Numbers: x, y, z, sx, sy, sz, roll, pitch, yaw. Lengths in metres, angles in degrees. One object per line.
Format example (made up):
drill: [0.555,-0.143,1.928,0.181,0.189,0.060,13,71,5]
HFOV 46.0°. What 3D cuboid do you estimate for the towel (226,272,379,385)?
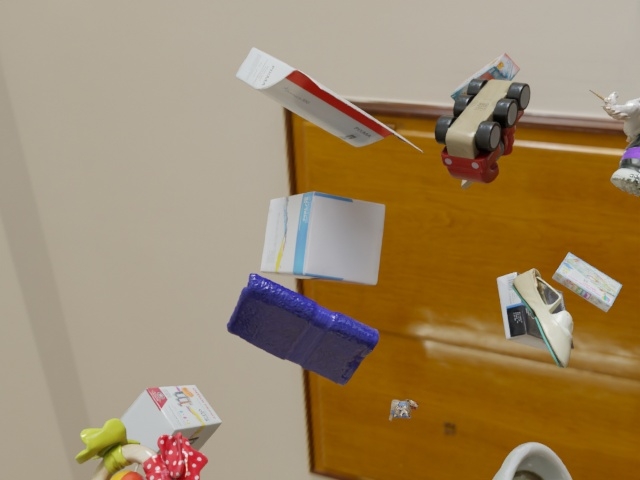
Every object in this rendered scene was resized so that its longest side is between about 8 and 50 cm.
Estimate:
towel: [-0.040,0.190,1.647,0.228,0.308,0.076,119,174,-50]

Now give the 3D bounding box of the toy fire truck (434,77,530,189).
toy fire truck: [0.328,-0.183,1.550,0.217,0.158,0.246,-50,-43,-33]

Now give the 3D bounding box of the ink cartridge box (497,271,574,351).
ink cartridge box: [0.580,0.199,1.973,0.332,0.065,0.166,19,-122,-46]

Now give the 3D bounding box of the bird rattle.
bird rattle: [-0.364,0.473,1.505,0.143,0.253,0.207,76,-150,-67]

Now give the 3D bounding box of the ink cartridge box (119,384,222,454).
ink cartridge box: [-0.347,0.425,1.750,0.127,0.128,0.176,-50,-27,14]

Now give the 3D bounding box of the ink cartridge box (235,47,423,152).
ink cartridge box: [0.013,-0.288,1.690,0.308,0.385,0.091,25,-78,-35]

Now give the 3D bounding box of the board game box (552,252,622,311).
board game box: [0.672,0.104,1.899,0.103,0.154,0.026,-39,-22,-45]

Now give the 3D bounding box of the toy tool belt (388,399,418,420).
toy tool belt: [0.215,0.445,1.955,0.052,0.083,0.051,42,-125,-29]

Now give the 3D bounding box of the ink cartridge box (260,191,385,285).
ink cartridge box: [0.000,0.000,1.856,0.198,0.270,0.197,9,-95,-26]

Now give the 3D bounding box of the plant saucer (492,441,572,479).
plant saucer: [0.323,0.525,1.177,0.400,0.100,0.401,28,-126,-47]

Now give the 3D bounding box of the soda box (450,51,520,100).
soda box: [0.400,-0.385,1.841,0.063,0.058,0.183,-50,10,-26]

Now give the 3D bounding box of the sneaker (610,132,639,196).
sneaker: [0.688,-0.131,1.345,0.102,0.293,0.146,36,-103,-59]

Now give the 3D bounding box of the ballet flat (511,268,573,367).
ballet flat: [0.485,0.156,1.599,0.248,0.086,0.086,-110,4,-45]

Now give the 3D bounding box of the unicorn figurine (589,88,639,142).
unicorn figurine: [0.605,-0.249,1.457,0.162,0.111,0.060,56,-178,-31]
